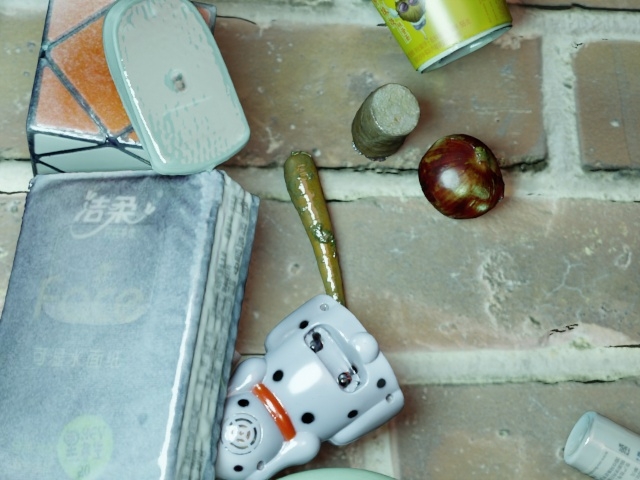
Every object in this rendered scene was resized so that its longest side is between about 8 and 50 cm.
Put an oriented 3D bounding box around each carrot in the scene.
[{"bbox_3d":[0.000,0.000,1.695,0.049,0.049,0.254,-15,83,-14],"label":"carrot"}]

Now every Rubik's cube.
[{"bbox_3d":[-0.250,-0.182,1.608,0.207,0.205,0.205,7,74,-8],"label":"Rubik's cube"}]

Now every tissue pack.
[{"bbox_3d":[-0.243,0.115,1.514,0.288,0.124,0.394,1,71,26],"label":"tissue pack"}]

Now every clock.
[{"bbox_3d":[-0.050,0.207,1.558,0.254,0.189,0.189,-35,84,-18],"label":"clock"}]

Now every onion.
[{"bbox_3d":[0.185,-0.086,1.714,0.119,0.118,0.117,-12,56,-14],"label":"onion"}]

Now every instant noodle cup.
[{"bbox_3d":[0.148,-0.364,1.749,0.215,0.215,0.236,-26,90,-16],"label":"instant noodle cup"}]

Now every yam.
[{"bbox_3d":[0.088,-0.160,1.708,0.084,0.127,0.084,2,78,-12],"label":"yam"}]

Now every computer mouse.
[{"bbox_3d":[-0.170,-0.184,1.477,0.128,0.079,0.231,-18,86,-13],"label":"computer mouse"}]

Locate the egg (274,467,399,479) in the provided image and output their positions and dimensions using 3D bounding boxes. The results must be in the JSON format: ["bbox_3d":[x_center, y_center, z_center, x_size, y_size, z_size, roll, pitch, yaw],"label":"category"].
[{"bbox_3d":[0.014,0.371,1.511,0.283,0.203,0.203,-2,76,-16],"label":"egg"}]

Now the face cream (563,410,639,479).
[{"bbox_3d":[0.453,0.318,1.676,0.269,0.082,0.082,28,72,-4],"label":"face cream"}]

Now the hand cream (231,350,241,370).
[{"bbox_3d":[-0.212,0.254,1.583,0.111,0.070,0.312,37,80,-1],"label":"hand cream"}]
